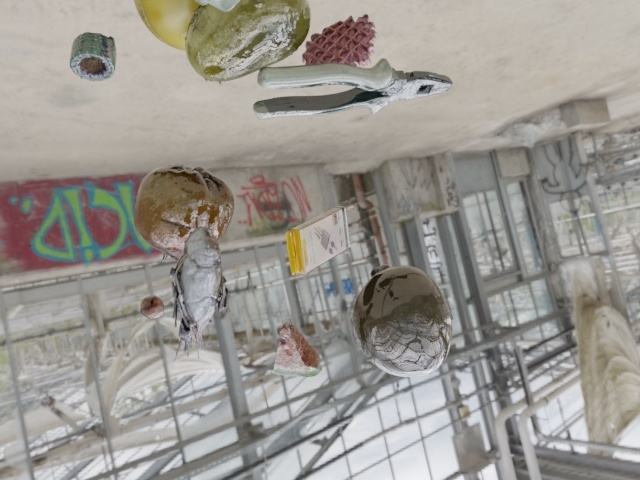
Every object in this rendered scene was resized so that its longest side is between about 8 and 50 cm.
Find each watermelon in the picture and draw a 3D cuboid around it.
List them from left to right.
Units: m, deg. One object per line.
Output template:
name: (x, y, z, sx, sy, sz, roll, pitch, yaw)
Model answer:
watermelon: (-0.079, 0.273, 1.276, 0.121, 0.158, 0.098, -28, -161, 24)

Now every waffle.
waffle: (0.051, -0.560, 1.461, 0.234, 0.221, 0.055, -8, 151, 24)

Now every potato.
potato: (-0.192, -0.565, 1.312, 0.359, 0.219, 0.269, -34, 161, -6)

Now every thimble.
thimble: (-0.650, -0.527, 1.437, 0.119, 0.090, 0.135, 7, 161, -34)

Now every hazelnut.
hazelnut: (-0.562, 0.223, 1.681, 0.086, 0.086, 0.086, -12, 177, -1)

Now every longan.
longan: (0.196, 0.195, 1.255, 0.243, 0.300, 0.300, -14, 177, -18)

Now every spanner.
spanner: (0.058, -0.232, 0.761, 0.325, 0.040, 0.095, -9, 154, -20)

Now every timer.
timer: (-0.370, -0.742, 1.531, 0.387, 0.376, 0.376, 26, -162, 29)

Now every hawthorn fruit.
hawthorn fruit: (-0.390, -0.065, 1.423, 0.268, 0.300, 0.267, 18, -162, -6)

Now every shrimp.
shrimp: (-0.300, 0.132, 1.202, 0.116, 0.343, 0.145, -3, -160, -44)

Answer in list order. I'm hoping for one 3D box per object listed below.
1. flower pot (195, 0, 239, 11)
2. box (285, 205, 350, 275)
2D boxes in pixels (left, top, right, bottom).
flower pot: (-0.235, -0.527, 0.740, 0.368, 0.254, 0.165, 35, 125, -26)
box: (0.000, 0.000, 1.377, 0.033, 0.129, 0.247, 7, -156, 36)
